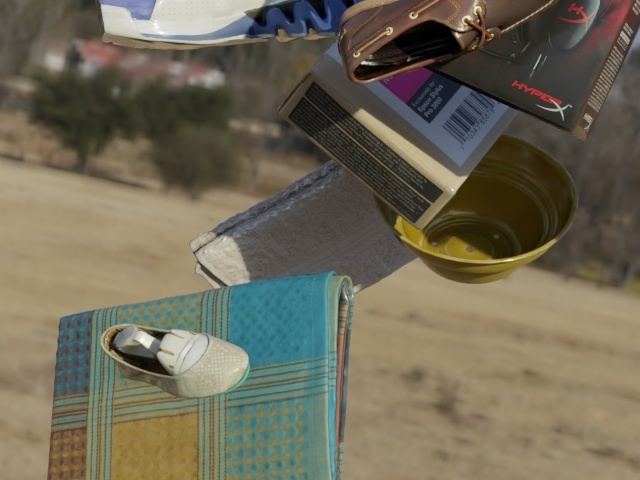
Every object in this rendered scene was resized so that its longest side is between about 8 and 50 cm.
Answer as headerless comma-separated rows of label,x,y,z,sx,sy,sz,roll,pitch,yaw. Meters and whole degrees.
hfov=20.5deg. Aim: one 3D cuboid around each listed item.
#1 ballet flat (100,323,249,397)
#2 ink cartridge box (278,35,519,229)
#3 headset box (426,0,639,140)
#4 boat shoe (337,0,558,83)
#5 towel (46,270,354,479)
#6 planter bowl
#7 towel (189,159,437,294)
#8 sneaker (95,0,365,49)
ballet flat,-0.128,0.097,1.472,0.168,0.057,0.052,0,-37,49
ink cartridge box,0.102,-0.156,1.820,0.193,0.235,0.088,40,-37,-1
headset box,0.205,-0.271,1.633,0.218,0.293,0.110,27,5,14
boat shoe,0.115,-0.186,1.511,0.207,0.073,0.073,-21,-50,14
towel,-0.129,0.181,1.802,0.370,0.271,0.040,-10,-23,33
planter bowl,0.163,-0.018,1.902,0.217,0.090,0.217,0,43,0
towel,0.000,0.000,2.100,0.187,0.282,0.049,52,10,-45
sneaker,-0.097,-0.306,1.950,0.315,0.182,0.127,-5,3,-14
